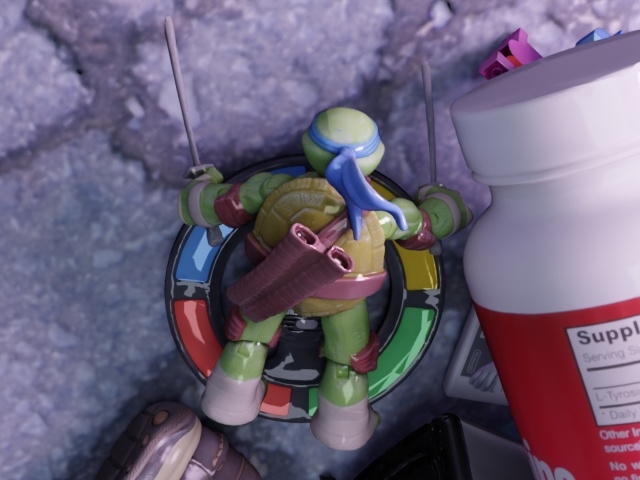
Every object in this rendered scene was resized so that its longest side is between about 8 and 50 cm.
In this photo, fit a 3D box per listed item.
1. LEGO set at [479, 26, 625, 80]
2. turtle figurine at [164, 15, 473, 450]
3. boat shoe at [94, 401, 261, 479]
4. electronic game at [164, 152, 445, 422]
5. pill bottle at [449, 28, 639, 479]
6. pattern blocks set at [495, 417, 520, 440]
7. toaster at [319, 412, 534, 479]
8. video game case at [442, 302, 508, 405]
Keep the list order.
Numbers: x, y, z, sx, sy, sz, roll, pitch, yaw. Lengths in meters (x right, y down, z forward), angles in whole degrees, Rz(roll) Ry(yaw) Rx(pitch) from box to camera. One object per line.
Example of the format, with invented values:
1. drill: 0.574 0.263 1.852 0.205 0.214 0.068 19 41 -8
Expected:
1. LEGO set: 0.239 -0.111 0.962 0.227 0.093 0.087 39 130 -20
2. turtle figurine: 0.000 0.000 0.908 0.198 0.274 0.266 -3 120 -27
3. boat shoe: -0.173 0.305 1.004 0.130 0.132 0.355 32 101 -14
4. electronic game: -0.012 0.042 0.989 0.229 0.048 0.229 -2 107 -7
5. pill bottle: 0.235 0.070 0.846 0.229 0.229 0.407 -20 102 0
6. pattern blocks set: 0.297 0.254 1.018 0.285 0.026 0.324 -29 89 18
7. toaster: 0.095 0.243 0.978 0.110 0.185 0.168 23 131 -30
8. video game case: 0.211 0.067 1.009 0.173 0.022 0.190 10 121 -10
